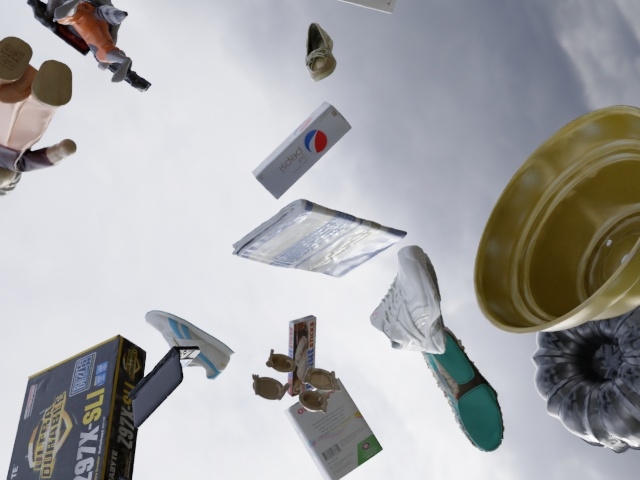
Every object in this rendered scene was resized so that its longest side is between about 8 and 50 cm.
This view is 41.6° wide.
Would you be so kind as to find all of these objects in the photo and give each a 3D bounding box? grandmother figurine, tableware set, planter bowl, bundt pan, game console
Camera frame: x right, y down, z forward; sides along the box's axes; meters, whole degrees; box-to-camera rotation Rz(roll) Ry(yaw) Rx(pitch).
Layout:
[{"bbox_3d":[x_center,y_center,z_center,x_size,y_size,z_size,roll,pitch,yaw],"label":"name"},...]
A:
[{"bbox_3d":[-0.474,-0.164,1.260,0.208,0.342,0.104,36,-126,-9],"label":"grandmother figurine"},{"bbox_3d":[-0.045,0.265,1.579,0.169,0.020,0.141,18,-152,0],"label":"tableware set"},{"bbox_3d":[0.237,0.000,0.726,0.090,0.217,0.217,30,-141,-19],"label":"planter bowl"},{"bbox_3d":[0.533,0.224,1.566,0.124,0.331,0.330,19,-131,-41],"label":"bundt pan"},{"bbox_3d":[-0.242,0.232,1.343,0.071,0.122,0.107,51,-163,22],"label":"game console"}]

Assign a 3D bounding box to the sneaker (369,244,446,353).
[{"bbox_3d":[0.130,0.104,1.309,0.090,0.115,0.232,-93,-9,-48],"label":"sneaker"}]

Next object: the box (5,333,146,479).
[{"bbox_3d":[-0.441,0.356,1.507,0.079,0.257,0.322,44,-147,-41],"label":"box"}]

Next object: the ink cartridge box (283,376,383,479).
[{"bbox_3d":[0.029,0.469,2.090,0.154,0.093,0.212,-30,-97,-17],"label":"ink cartridge box"}]

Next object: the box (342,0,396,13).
[{"bbox_3d":[0.045,-0.534,1.453,0.322,0.232,0.058,-3,-149,-46],"label":"box"}]

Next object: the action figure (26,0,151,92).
[{"bbox_3d":[-0.494,-0.483,1.958,0.341,0.178,0.330,34,-166,-32],"label":"action figure"}]

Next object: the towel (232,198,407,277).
[{"bbox_3d":[0.000,0.000,1.603,0.285,0.209,0.034,14,-126,-41],"label":"towel"}]

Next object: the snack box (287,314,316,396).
[{"bbox_3d":[-0.041,0.252,1.842,0.064,0.022,0.178,-14,-65,-37],"label":"snack box"}]

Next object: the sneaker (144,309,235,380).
[{"bbox_3d":[-0.314,0.235,1.936,0.229,0.092,0.087,28,168,13],"label":"sneaker"}]

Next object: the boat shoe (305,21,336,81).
[{"bbox_3d":[-0.005,-0.335,1.500,0.048,0.056,0.153,53,-154,-34],"label":"boat shoe"}]

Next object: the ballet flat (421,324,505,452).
[{"bbox_3d":[0.249,0.253,1.475,0.077,0.091,0.241,175,70,-87],"label":"ballet flat"}]

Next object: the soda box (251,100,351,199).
[{"bbox_3d":[-0.039,-0.185,1.730,0.069,0.216,0.074,45,-177,-18],"label":"soda box"}]
